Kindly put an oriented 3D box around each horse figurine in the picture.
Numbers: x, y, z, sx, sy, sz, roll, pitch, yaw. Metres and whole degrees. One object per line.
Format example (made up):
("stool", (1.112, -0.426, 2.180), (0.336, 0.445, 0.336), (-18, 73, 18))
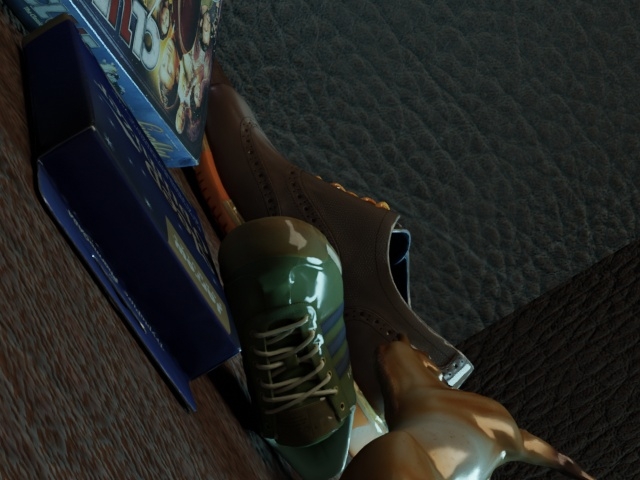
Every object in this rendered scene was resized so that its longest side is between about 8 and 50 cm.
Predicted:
("horse figurine", (0.070, 0.142, 0.917), (0.174, 0.066, 0.263), (41, 30, 4))

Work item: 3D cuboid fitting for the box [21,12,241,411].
("box", (-0.095, -0.020, 0.863), (0.136, 0.036, 0.225), (58, 4, -26))

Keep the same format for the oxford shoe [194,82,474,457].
("oxford shoe", (0.000, 0.000, 1.426), (0.364, 0.132, 0.130), (60, 3, 25))

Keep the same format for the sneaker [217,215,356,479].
("sneaker", (-0.010, 0.068, 0.945), (0.192, 0.064, 0.086), (79, -2, -61))

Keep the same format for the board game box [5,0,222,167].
("board game box", (-0.123, -0.170, 1.080), (0.243, 0.042, 0.165), (55, 38, -62))
